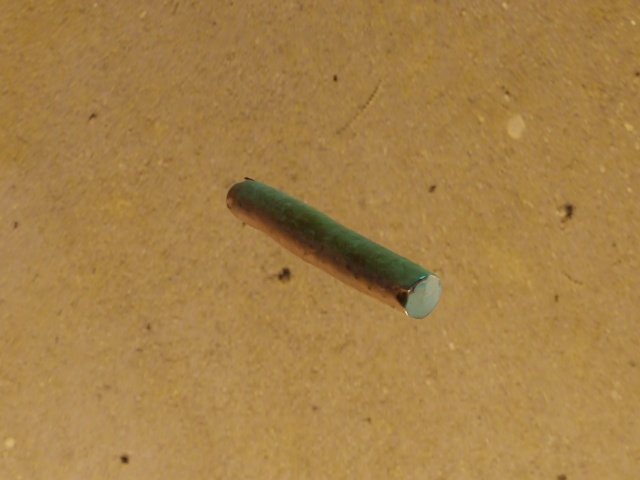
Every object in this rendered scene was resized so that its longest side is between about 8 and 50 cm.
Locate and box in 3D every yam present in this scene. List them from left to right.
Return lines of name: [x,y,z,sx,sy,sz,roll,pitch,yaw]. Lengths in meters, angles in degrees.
yam: [0.000,0.000,0.913,0.046,0.264,0.046,-19,122,-35]
